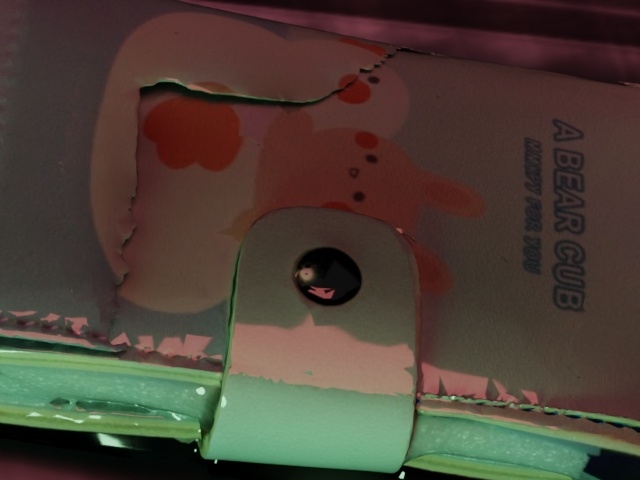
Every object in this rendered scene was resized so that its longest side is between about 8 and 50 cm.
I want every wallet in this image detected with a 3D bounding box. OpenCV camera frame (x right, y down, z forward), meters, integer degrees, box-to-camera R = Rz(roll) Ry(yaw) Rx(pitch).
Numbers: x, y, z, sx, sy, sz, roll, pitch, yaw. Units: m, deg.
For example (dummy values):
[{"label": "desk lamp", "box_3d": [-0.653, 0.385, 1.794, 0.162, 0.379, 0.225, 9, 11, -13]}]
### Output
[{"label": "wallet", "box_3d": [0.000, 0.000, 0.662, 0.250, 0.075, 0.176, 9, 53, -8]}]
